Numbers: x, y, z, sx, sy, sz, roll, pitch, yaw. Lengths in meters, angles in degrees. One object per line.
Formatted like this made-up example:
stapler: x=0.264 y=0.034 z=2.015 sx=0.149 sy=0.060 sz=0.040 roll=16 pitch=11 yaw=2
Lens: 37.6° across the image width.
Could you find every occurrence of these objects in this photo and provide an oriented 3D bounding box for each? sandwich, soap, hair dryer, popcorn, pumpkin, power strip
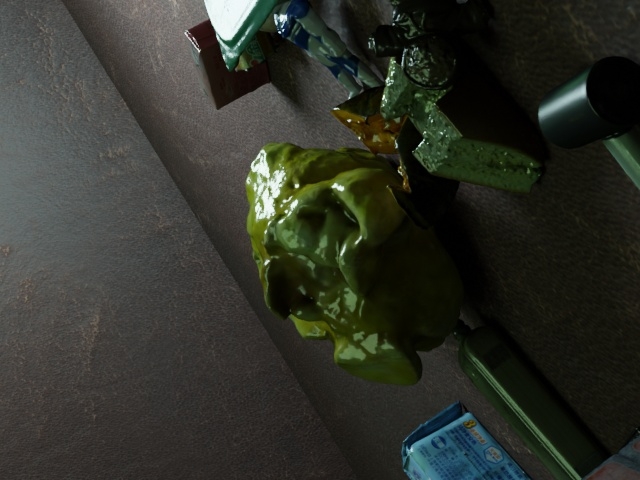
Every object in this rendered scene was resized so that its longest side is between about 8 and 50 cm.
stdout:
sandwich: x=0.126 y=-0.141 z=0.962 sx=0.244 sy=0.088 sz=0.090 roll=54 pitch=162 yaw=14
soap: x=0.262 y=0.415 z=1.557 sx=0.293 sy=0.156 sz=0.077 roll=50 pitch=153 yaw=36
hair dryer: x=0.264 y=-0.055 z=0.772 sx=0.197 sy=0.057 sz=0.100 roll=52 pitch=168 yaw=0
popcorn: x=0.058 y=0.018 z=1.274 sx=0.292 sy=0.293 sz=0.334 roll=-9 pitch=140 yaw=41
pumpkin: x=0.102 y=-0.109 z=1.062 sx=0.183 sy=0.107 sz=0.119 roll=58 pitch=-170 yaw=28
power strip: x=0.304 y=0.249 z=1.262 sx=0.387 sy=0.066 sz=0.092 roll=49 pitch=166 yaw=21

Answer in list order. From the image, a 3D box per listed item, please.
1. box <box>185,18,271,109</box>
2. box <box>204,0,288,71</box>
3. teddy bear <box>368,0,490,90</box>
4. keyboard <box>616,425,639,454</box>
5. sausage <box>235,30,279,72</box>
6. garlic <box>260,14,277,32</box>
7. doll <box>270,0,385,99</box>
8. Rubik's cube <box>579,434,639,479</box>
box: x=-0.149 y=-0.295 z=1.521 sx=0.060 sy=0.111 sz=0.156 roll=50 pitch=162 yaw=31
box: x=-0.047 y=-0.354 z=0.940 sx=0.337 sy=0.106 sz=0.264 roll=151 pitch=104 yaw=-68
teddy bear: x=0.099 y=-0.223 z=0.894 sx=0.078 sy=0.119 sz=0.160 roll=-45 pitch=-57 yaw=-66
keyboard: x=0.362 y=0.305 z=1.119 sx=0.072 sy=0.023 sz=0.231 roll=45 pitch=142 yaw=27
sausage: x=-0.164 y=-0.430 z=1.360 sx=0.082 sy=0.082 sz=0.371 roll=30 pitch=148 yaw=62
garlic: x=-0.091 y=-0.356 z=1.289 sx=0.198 sy=0.090 sz=0.128 roll=59 pitch=-177 yaw=-35
doll: x=-0.019 y=-0.263 z=1.179 sx=0.227 sy=0.057 sz=0.114 roll=46 pitch=175 yaw=-18
Rubik's cube: x=0.365 y=0.371 z=0.820 sx=0.301 sy=0.304 sz=0.305 roll=61 pitch=167 yaw=-15
